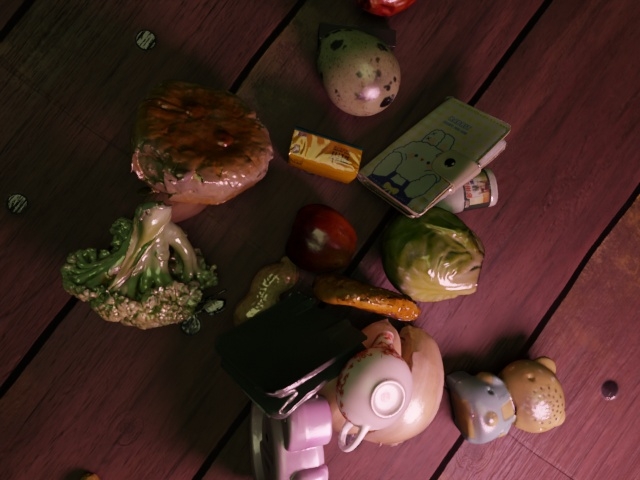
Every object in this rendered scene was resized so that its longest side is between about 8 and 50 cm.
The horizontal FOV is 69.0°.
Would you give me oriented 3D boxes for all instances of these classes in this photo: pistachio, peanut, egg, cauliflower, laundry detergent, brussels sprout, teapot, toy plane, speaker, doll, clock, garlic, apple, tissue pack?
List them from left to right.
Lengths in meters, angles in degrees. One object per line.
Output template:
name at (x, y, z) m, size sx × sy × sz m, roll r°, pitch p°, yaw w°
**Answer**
cauliflower at (-0.382, 0.047, 1.030) m, size 0.327 × 0.261 × 0.280 m, roll 8°, pitch 93°, yaw -39°
pistachio at (-0.341, -0.097, 1.095) m, size 0.186 × 0.126 × 0.108 m, roll -26°, pitch 51°, yaw -2°
toy plane at (-0.277, 0.164, 1.136) m, size 0.121 × 0.031 × 0.049 m, roll -27°, pitch 88°, yaw -7°
peanut at (-0.132, 0.136, 1.123) m, size 0.104 × 0.086 × 0.227 m, roll 31°, pitch 86°, yaw -25°
clock at (-0.077, 0.463, 1.027) m, size 0.114 × 0.296 × 0.321 m, roll 0°, pitch 93°, yaw -22°
apple at (0.005, -0.001, 1.107) m, size 0.158 × 0.147 × 0.155 m, roll 19°, pitch 68°, yaw -6°
tissue pack at (0.006, -0.200, 1.114) m, size 0.169 × 0.120 × 0.082 m, roll 17°, pitch 87°, yaw -6°
egg at (0.082, -0.398, 1.094) m, size 0.177 × 0.177 × 0.228 m, roll -43°, pitch 79°, yaw -4°
speaker at (0.090, -0.505, 1.159) m, size 0.191 × 0.040 × 0.046 m, roll 4°, pitch 88°, yaw -5°
teapot at (0.102, 0.305, 0.920) m, size 0.159 × 0.116 × 0.245 m, roll 37°, pitch 85°, yaw -32°
garlic at (0.137, 0.333, 1.088) m, size 0.286 × 0.249 × 0.313 m, roll 41°, pitch 96°, yaw -4°
brussels sprout at (0.264, 0.032, 1.104) m, size 0.244 × 0.244 × 0.243 m, roll 0°, pitch 91°, yaw -5°
laundry detergent at (0.325, -0.117, 1.171) m, size 0.226 × 0.070 × 0.099 m, roll -10°, pitch 100°, yaw -4°
doll at (0.463, 0.391, 1.144) m, size 0.261 × 0.161 × 0.176 m, roll -11°, pitch 90°, yaw -3°

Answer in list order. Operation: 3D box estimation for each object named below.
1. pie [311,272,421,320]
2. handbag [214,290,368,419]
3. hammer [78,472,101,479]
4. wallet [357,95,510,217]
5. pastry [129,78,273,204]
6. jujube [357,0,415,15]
pie at (0.106, 0.130, 1.053) m, size 0.274 × 0.273 × 0.069 m, roll 17°, pitch 88°, yaw -5°
handbag at (-0.063, 0.226, 0.987) m, size 0.260 × 0.248 × 0.079 m, roll -29°, pitch 123°, yaw -31°
hammer at (-0.464, 0.671, 1.098) m, size 0.202 × 0.113 × 0.305 m, roll -40°, pitch 86°, yaw -7°
wallet at (0.267, -0.199, 1.109) m, size 0.310 × 0.077 × 0.223 m, roll -40°, pitch 57°, yaw -7°
pastry at (-0.260, -0.213, 1.034) m, size 0.330 × 0.136 × 0.329 m, roll 14°, pitch 53°, yaw -19°
jujube at (0.190, -0.654, 1.104) m, size 0.250 × 0.174 × 0.174 m, roll -42°, pitch 94°, yaw -6°
